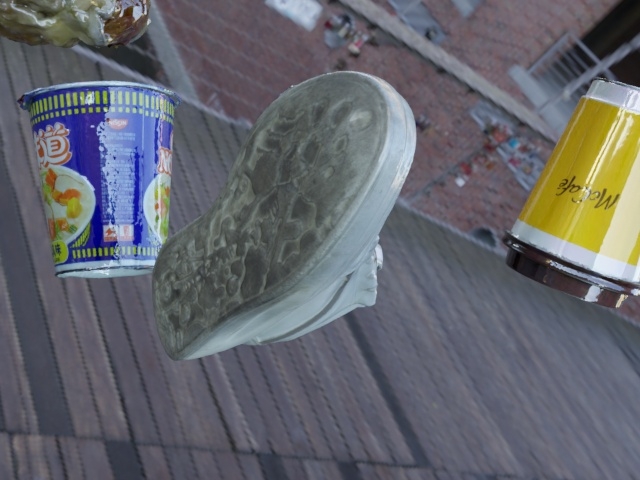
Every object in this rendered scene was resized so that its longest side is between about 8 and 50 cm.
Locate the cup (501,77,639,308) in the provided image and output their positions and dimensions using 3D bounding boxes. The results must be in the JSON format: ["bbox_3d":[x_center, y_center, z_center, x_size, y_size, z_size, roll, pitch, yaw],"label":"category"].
[{"bbox_3d":[0.364,-0.059,1.177,0.196,0.280,0.196,20,11,-4],"label":"cup"}]

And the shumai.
[{"bbox_3d":[-0.299,-0.295,1.078,0.153,0.209,0.161,48,15,6],"label":"shumai"}]

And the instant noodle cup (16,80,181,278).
[{"bbox_3d":[-0.377,-0.095,1.586,0.284,0.284,0.312,3,81,-57],"label":"instant noodle cup"}]

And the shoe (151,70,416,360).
[{"bbox_3d":[0.000,0.000,0.670,0.159,0.316,0.124,5,62,-37],"label":"shoe"}]
